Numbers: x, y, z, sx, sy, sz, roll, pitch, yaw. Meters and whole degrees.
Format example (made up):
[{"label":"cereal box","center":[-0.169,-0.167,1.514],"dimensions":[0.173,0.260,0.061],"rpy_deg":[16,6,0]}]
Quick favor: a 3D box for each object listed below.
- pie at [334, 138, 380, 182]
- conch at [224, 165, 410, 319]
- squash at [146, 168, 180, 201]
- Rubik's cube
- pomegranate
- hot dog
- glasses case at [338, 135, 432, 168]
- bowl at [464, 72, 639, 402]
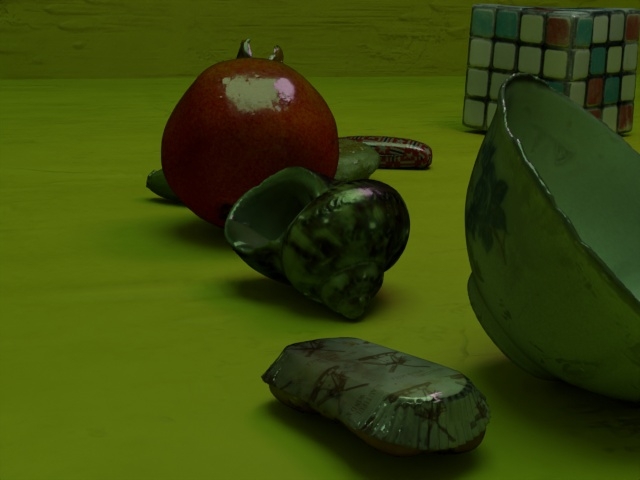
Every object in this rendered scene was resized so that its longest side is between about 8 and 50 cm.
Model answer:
[{"label":"pie","center":[-0.047,-0.118,1.686],"dimensions":[0.277,0.079,0.277],"rpy_deg":[6,12,-1]},{"label":"conch","center":[0.001,0.003,1.109],"dimensions":[0.187,0.124,0.181],"rpy_deg":[-21,21,10]},{"label":"squash","center":[-0.149,-0.080,1.531],"dimensions":[0.201,0.066,0.066],"rpy_deg":[3,14,18]},{"label":"Rubik's cube","center":[0.464,-0.341,2.214],"dimensions":[0.253,0.259,0.256],"rpy_deg":[-10,18,-43]},{"label":"pomegranate","center":[-0.083,-0.132,1.367],"dimensions":[0.220,0.257,0.221],"rpy_deg":[1,-27,1]},{"label":"hot dog","center":[0.039,0.112,0.793],"dimensions":[0.108,0.059,0.191],"rpy_deg":[-5,13,-32]},{"label":"glasses case","center":[0.091,-0.151,1.853],"dimensions":[0.194,0.049,0.073],"rpy_deg":[2,14,5]},{"label":"bowl","center":[0.207,0.027,0.888],"dimensions":[0.313,0.146,0.313],"rpy_deg":[35,30,-24]}]
